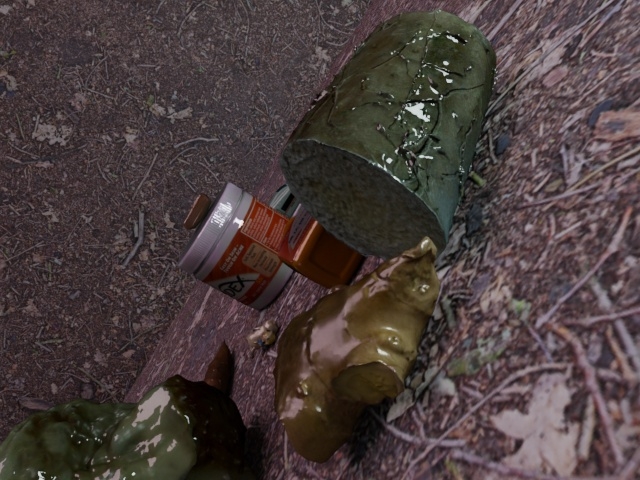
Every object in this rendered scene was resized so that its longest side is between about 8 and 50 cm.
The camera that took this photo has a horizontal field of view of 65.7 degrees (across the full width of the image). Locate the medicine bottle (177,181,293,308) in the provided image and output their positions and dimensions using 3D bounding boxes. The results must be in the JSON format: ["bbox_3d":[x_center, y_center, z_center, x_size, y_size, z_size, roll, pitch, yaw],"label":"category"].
[{"bbox_3d":[-0.197,0.017,1.264,0.252,0.241,0.252,-52,16,22],"label":"medicine bottle"}]

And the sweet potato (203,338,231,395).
[{"bbox_3d":[-0.241,0.324,1.154,0.072,0.066,0.314,-45,17,19],"label":"sweet potato"}]

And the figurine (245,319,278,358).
[{"bbox_3d":[-0.121,0.211,1.051,0.083,0.047,0.050,-46,34,18],"label":"figurine"}]

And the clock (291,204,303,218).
[{"bbox_3d":[0.013,-0.110,1.189,0.197,0.063,0.150,-61,17,-6],"label":"clock"}]

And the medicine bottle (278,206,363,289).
[{"bbox_3d":[-0.001,0.000,0.938,0.149,0.112,0.222,-60,16,-5],"label":"medicine bottle"}]

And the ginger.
[{"bbox_3d":[0.050,0.110,0.586,0.270,0.123,0.219,-45,22,11],"label":"ginger"}]

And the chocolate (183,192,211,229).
[{"bbox_3d":[-0.309,-0.069,1.265,0.064,0.031,0.100,22,84,56],"label":"chocolate"}]

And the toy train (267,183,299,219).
[{"bbox_3d":[-0.139,-0.067,1.520,0.407,0.088,0.086,-58,15,0],"label":"toy train"}]

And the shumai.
[{"bbox_3d":[-0.267,0.380,0.787,0.323,0.397,0.324,-29,36,-6],"label":"shumai"}]

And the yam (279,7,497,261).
[{"bbox_3d":[0.107,-0.151,0.686,0.241,0.241,0.348,-33,24,56],"label":"yam"}]
